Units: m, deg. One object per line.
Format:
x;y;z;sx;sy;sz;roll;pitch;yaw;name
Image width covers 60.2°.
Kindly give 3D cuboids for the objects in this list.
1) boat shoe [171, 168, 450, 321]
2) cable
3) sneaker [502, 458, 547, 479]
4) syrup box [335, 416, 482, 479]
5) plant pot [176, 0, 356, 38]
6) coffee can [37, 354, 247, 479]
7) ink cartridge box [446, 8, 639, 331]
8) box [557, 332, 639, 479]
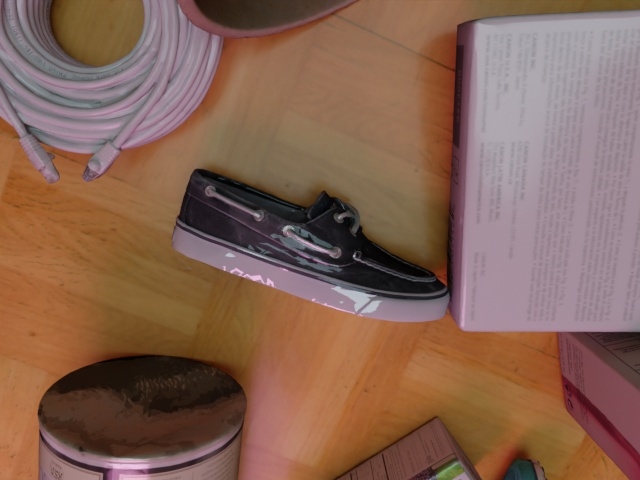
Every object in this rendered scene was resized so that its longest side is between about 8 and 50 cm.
0.000;0.000;0.579;0.301;0.108;0.102;18;103;1;boat shoe
-0.217;-0.214;0.527;0.257;0.089;0.257;-34;101;5;cable
0.189;0.384;0.674;0.110;0.107;0.275;27;101;2;sneaker
0.076;0.327;0.657;0.237;0.096;0.093;-34;102;5;syrup box
-0.030;-0.377;0.399;0.334;0.334;0.305;-29;91;5;plant pot
-0.190;0.290;0.585;0.202;0.201;0.275;7;102;-3;coffee can
0.327;-0.064;0.546;0.385;0.091;0.308;-1;109;3;ink cartridge box
0.366;0.166;0.558;0.149;0.232;0.126;-11;103;1;box
